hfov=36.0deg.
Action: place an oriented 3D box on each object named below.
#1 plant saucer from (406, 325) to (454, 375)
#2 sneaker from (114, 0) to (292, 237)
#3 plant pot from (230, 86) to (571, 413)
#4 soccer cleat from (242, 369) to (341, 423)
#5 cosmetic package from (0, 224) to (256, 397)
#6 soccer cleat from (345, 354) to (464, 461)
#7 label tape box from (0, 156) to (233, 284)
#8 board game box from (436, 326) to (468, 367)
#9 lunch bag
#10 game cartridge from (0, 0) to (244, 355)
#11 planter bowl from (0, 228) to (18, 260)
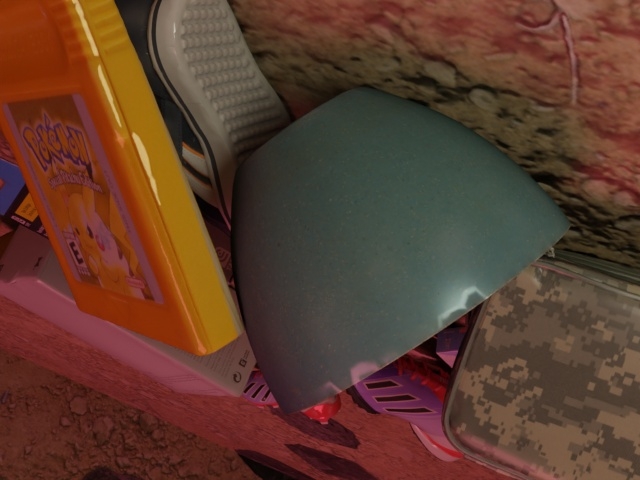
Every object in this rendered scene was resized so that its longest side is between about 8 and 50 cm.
[{"bbox_3d":[0.148,0.148,1.375,0.199,0.036,0.198,21,158,9],"label":"plant saucer"},{"bbox_3d":[-0.114,-0.110,0.918,0.128,0.126,0.321,7,143,25],"label":"sneaker"},{"bbox_3d":[0.035,-0.014,0.843,0.195,0.290,0.290,56,156,1],"label":"plant pot"},{"bbox_3d":[-0.066,0.271,1.849,0.248,0.083,0.095,11,127,40],"label":"soccer cleat"},{"bbox_3d":[-0.293,0.095,1.541,0.385,0.156,0.217,38,154,-30],"label":"cosmetic package"},{"bbox_3d":[0.143,0.207,1.358,0.116,0.108,0.318,-22,133,34],"label":"soccer cleat"},{"bbox_3d":[-0.273,-0.047,1.245,0.334,0.105,0.241,31,158,-18],"label":"label tape box"},{"bbox_3d":[0.266,0.166,1.251,0.160,0.039,0.211,-11,141,33],"label":"board game box"},{"bbox_3d":[0.278,0.128,0.960,0.305,0.212,0.256,18,-174,11],"label":"lunch bag"},{"bbox_3d":[-0.206,-0.068,0.862,0.285,0.053,0.323,7,123,55],"label":"game cartridge"},{"bbox_3d":[-0.475,0.042,1.641,0.217,0.090,0.217,38,179,1],"label":"planter bowl"}]
